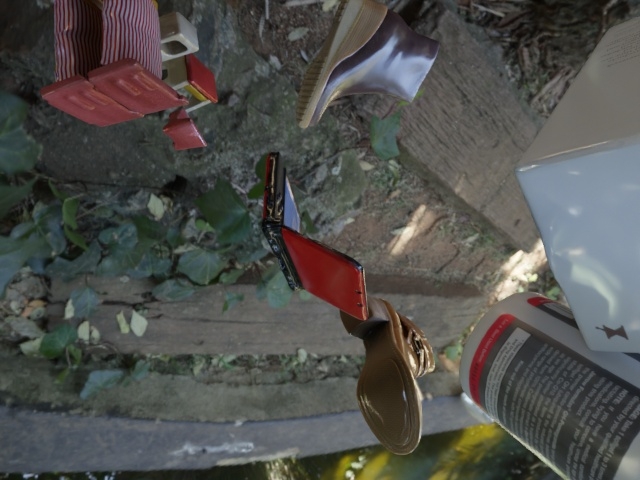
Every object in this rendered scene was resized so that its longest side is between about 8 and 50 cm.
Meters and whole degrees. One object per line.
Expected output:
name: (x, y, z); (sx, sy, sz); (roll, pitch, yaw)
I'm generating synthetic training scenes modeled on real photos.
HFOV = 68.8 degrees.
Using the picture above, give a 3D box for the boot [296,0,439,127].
boot: (0.086, -0.290, 0.853); (0.206, 0.090, 0.248); (18, 112, -26)

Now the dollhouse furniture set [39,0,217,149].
dollhouse furniture set: (-0.247, -0.265, 0.751); (0.152, 0.201, 0.374); (-10, 171, 15)

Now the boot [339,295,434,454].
boot: (0.145, 0.236, 0.848); (0.109, 0.283, 0.220); (-39, 142, 18)

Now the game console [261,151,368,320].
game console: (0.000, 0.000, 0.450); (0.085, 0.124, 0.144); (-3, 152, 6)

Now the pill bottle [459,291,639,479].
pill bottle: (0.325, 0.197, 0.516); (0.176, 0.318, 0.176); (-10, 113, -25)

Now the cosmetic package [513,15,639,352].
cosmetic package: (0.403, -0.109, 0.535); (0.453, 0.161, 0.230); (-45, 112, -37)
